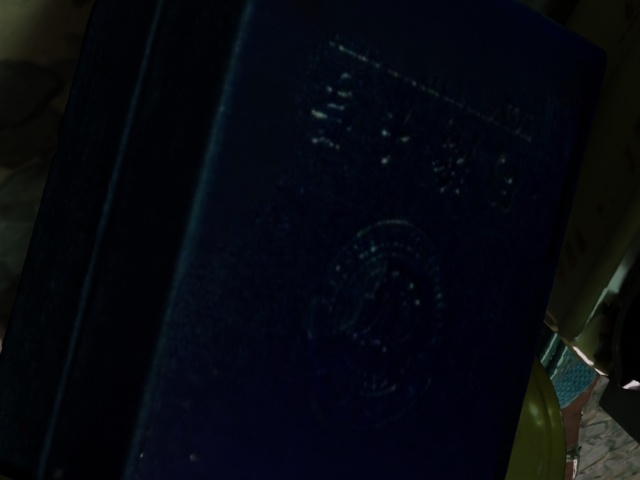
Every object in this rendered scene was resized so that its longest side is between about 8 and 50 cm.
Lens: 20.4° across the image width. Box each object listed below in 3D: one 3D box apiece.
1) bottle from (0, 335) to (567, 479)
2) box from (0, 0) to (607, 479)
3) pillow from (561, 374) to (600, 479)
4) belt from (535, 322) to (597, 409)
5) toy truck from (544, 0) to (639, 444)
[{"bbox_3d":[-0.030,0.113,1.032,0.351,0.171,0.171,10,128,-41],"label":"bottle"},{"bbox_3d":[0.000,0.000,0.844,0.261,0.116,0.279,18,84,-47],"label":"box"},{"bbox_3d":[0.138,0.170,1.329,0.126,0.043,0.232,-19,142,-16],"label":"pillow"},{"bbox_3d":[0.201,-0.002,1.127,0.072,0.087,0.302,15,125,-42],"label":"belt"},{"bbox_3d":[0.250,-0.091,0.928,0.181,0.254,0.405,7,116,-45],"label":"toy truck"}]
